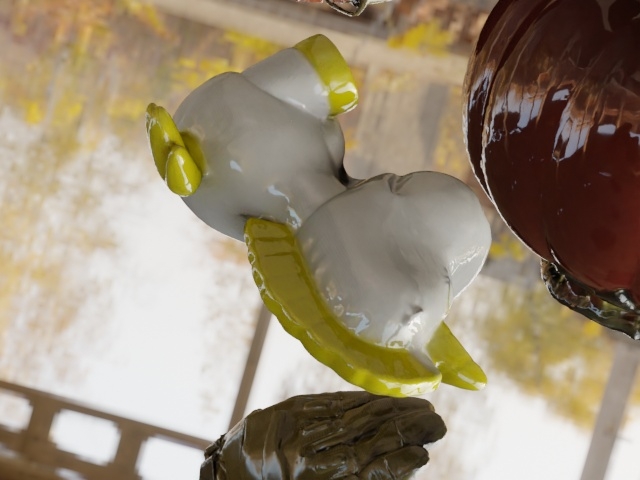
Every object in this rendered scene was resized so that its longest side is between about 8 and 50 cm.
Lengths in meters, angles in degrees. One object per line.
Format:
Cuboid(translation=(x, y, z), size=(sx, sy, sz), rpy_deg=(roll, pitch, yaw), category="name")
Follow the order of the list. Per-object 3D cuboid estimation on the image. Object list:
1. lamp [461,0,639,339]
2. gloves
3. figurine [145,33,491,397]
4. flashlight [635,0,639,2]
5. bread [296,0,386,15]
Cuboid(translation=(0.237, -0.069, 1.052), size=(0.303, 0.257, 0.303), rpy_deg=(17, -160, -6), category="lamp")
Cuboid(translation=(-0.009, 0.231, 1.646), size=(0.141, 0.154, 0.331), rpy_deg=(7, 163, -33), category="gloves")
Cuboid(translation=(0.006, 0.000, 0.695), size=(0.178, 0.109, 0.130), rpy_deg=(45, -150, 12), category="figurine")
Cuboid(translation=(0.186, -0.200, 0.833), size=(0.093, 0.093, 0.232), rpy_deg=(16, 165, 12), category="flashlight")
Cuboid(translation=(0.014, -0.287, 1.284), size=(0.212, 0.224, 0.142), rpy_deg=(-2, -162, -24), category="bread")
